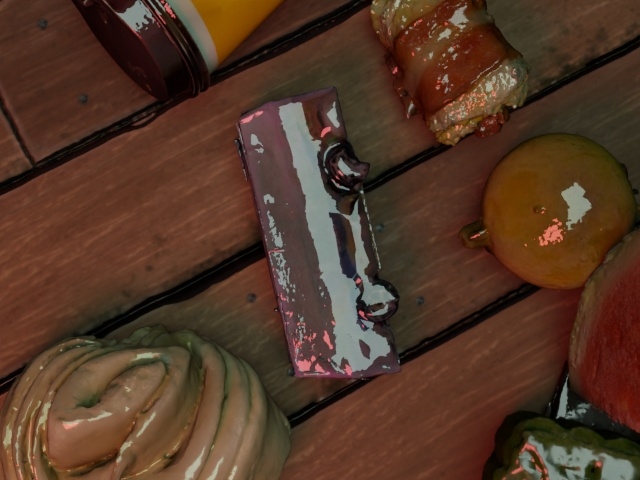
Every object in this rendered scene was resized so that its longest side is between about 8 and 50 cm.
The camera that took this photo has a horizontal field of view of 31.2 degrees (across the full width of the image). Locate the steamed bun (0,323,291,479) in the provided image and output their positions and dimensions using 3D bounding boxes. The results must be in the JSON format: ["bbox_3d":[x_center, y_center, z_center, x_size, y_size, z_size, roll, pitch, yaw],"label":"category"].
[{"bbox_3d":[-0.188,0.218,1.166,0.289,0.203,0.276,27,84,-4],"label":"steamed bun"}]

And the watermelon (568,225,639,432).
[{"bbox_3d":[0.361,0.103,1.144,0.193,0.310,0.231,-5,48,-43],"label":"watermelon"}]

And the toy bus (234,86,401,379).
[{"bbox_3d":[0.000,0.000,1.247,0.138,0.112,0.317,-12,87,-2],"label":"toy bus"}]

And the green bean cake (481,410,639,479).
[{"bbox_3d":[0.280,0.323,1.203,0.247,0.156,0.249,17,87,2],"label":"green bean cake"}]

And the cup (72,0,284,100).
[{"bbox_3d":[-0.118,-0.288,1.218,0.280,0.196,0.196,-41,91,-16],"label":"cup"}]

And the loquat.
[{"bbox_3d":[0.251,-0.029,1.252,0.205,0.149,0.172,-19,94,6],"label":"loquat"}]

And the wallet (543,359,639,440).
[{"bbox_3d":[0.306,0.245,1.301,0.137,0.031,0.255,21,85,-4],"label":"wallet"}]

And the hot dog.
[{"bbox_3d":[0.144,-0.211,1.279,0.146,0.103,0.213,-26,80,15],"label":"hot dog"}]
